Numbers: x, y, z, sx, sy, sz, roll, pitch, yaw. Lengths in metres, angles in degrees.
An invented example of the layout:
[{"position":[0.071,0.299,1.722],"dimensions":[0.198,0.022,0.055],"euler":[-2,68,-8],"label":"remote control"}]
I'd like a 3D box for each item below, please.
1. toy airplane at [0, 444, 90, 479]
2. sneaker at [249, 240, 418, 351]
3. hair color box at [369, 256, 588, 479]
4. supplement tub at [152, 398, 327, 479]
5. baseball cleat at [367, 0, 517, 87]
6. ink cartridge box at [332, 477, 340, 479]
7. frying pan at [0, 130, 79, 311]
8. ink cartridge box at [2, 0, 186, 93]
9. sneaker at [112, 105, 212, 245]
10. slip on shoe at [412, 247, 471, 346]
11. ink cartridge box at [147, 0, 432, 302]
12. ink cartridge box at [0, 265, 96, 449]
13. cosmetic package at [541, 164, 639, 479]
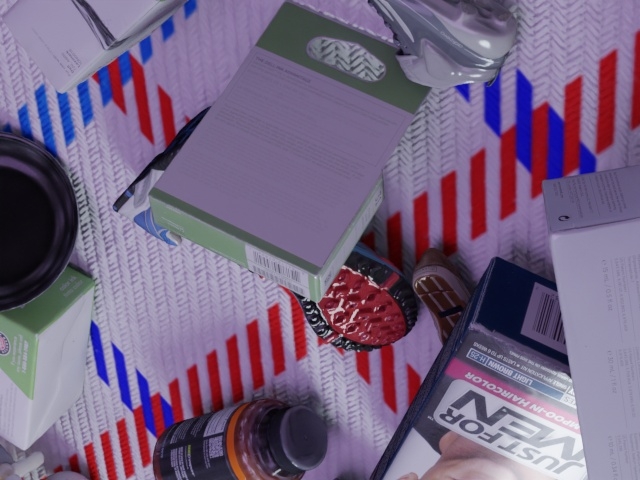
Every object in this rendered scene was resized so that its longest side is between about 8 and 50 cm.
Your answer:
[{"position":[-0.408,0.360,1.894],"dimensions":[0.384,0.272,0.386],"euler":[63,168,-4],"label":"toy airplane"},{"position":[0.000,0.000,1.450],"dimensions":[0.104,0.125,0.262],"euler":[-34,124,20],"label":"sneaker"},{"position":[0.166,0.193,1.439],"dimensions":[0.174,0.105,0.347],"euler":[25,133,1],"label":"hair color box"},{"position":[-0.085,0.232,1.656],"dimensions":[0.198,0.106,0.106],"euler":[-19,108,41],"label":"supplement tub"},{"position":[0.063,-0.195,1.282],"dimensions":[0.206,0.072,0.109],"euler":[34,137,13],"label":"baseball cleat"},{"position":[0.040,0.503,1.662],"dimensions":[0.308,0.091,0.385],"euler":[33,105,9],"label":"ink cartridge box"},{"position":[-0.404,-0.061,1.643],"dimensions":[0.326,0.197,0.053],"euler":[41,176,6],"label":"frying pan"},{"position":[-0.156,-0.241,1.334],"dimensions":[0.219,0.160,0.092],"euler":[-32,99,43],"label":"ink cartridge box"},{"position":[-0.126,-0.063,1.505],"dimensions":[0.081,0.080,0.211],"euler":[43,144,-8],"label":"sneaker"},{"position":[0.126,0.063,1.445],"dimensions":[0.051,0.041,0.135],"euler":[-20,128,23],"label":"slip on shoe"},{"position":[-0.017,-0.083,1.328],"dimensions":[0.171,0.235,0.056],"euler":[25,155,17],"label":"ink cartridge box"},{"position":[-0.445,0.066,1.772],"dimensions":[0.353,0.119,0.207],"euler":[28,133,14],"label":"ink cartridge box"},{"position":[0.344,0.110,1.213],"dimensions":[0.284,0.097,0.377],"euler":[-8,118,9],"label":"cosmetic package"}]
